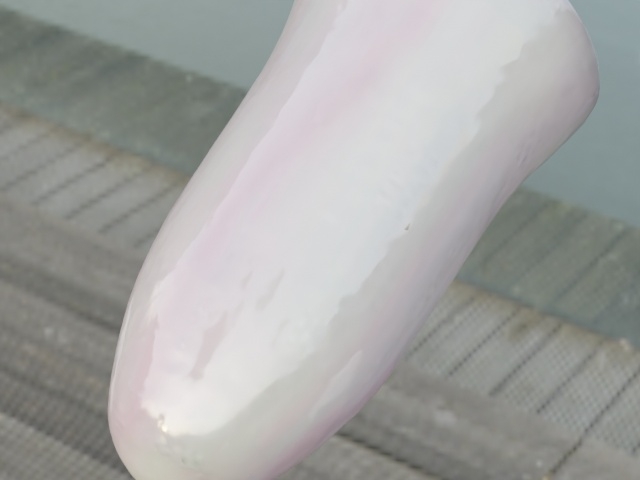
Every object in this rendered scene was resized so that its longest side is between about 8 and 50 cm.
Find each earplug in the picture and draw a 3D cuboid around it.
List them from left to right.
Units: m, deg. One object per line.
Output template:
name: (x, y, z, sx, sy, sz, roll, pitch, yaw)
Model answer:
earplug: (0.000, 0.000, 0.809, 0.172, 0.172, 0.301, 19, 59, 24)
